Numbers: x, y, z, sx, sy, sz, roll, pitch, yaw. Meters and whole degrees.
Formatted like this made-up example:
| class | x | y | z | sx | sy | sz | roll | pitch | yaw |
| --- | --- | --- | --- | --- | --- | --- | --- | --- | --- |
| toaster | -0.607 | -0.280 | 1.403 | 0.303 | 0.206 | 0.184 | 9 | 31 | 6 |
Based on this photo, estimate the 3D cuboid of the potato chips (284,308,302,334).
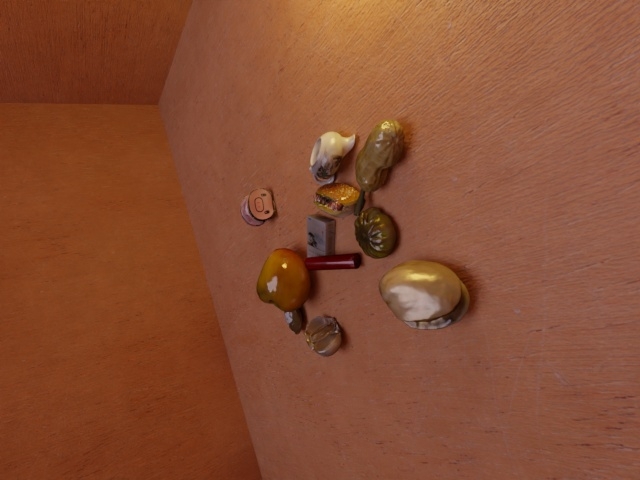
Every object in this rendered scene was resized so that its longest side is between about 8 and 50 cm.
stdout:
| class | x | y | z | sx | sy | sz | roll | pitch | yaw |
| --- | --- | --- | --- | --- | --- | --- | --- | --- | --- |
| potato chips | -0.146 | 0.424 | 2.319 | 0.208 | 0.062 | 0.195 | 59 | 147 | 23 |

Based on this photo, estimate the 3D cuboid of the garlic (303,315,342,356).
| class | x | y | z | sx | sy | sz | roll | pitch | yaw |
| --- | --- | --- | --- | --- | --- | --- | --- | --- | --- |
| garlic | 0.029 | 0.492 | 2.039 | 0.143 | 0.178 | 0.229 | 61 | 176 | -32 |

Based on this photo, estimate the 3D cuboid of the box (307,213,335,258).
| class | x | y | z | sx | sy | sz | roll | pitch | yaw |
| --- | --- | --- | --- | --- | --- | --- | --- | --- | --- |
| box | 0.000 | -0.001 | 1.978 | 0.149 | 0.067 | 0.233 | 23 | 120 | 47 |

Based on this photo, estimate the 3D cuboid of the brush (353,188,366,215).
| class | x | y | z | sx | sy | sz | roll | pitch | yaw |
| --- | --- | --- | --- | --- | --- | --- | --- | --- | --- |
| brush | 0.177 | -0.190 | 1.660 | 0.034 | 0.027 | 0.190 | 9 | 82 | 57 |

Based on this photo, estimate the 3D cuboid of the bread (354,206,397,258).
| class | x | y | z | sx | sy | sz | roll | pitch | yaw |
| --- | --- | --- | --- | --- | --- | --- | --- | --- | --- |
| bread | 0.211 | -0.025 | 1.643 | 0.213 | 0.105 | 0.213 | 27 | 125 | 48 |

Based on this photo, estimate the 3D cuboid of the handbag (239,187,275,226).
| class | x | y | z | sx | sy | sz | roll | pitch | yaw |
| --- | --- | --- | --- | --- | --- | --- | --- | --- | --- |
| handbag | -0.359 | -0.189 | 2.336 | 0.116 | 0.179 | 0.205 | -13 | 88 | 63 |

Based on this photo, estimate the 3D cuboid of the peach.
| class | x | y | z | sx | sy | sz | roll | pitch | yaw |
| --- | --- | --- | --- | --- | --- | --- | --- | --- | --- |
| peach | -0.181 | 0.202 | 2.133 | 0.289 | 0.289 | 0.308 | 2 | 63 | 55 |

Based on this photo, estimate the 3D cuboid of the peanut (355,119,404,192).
| class | x | y | z | sx | sy | sz | roll | pitch | yaw |
| --- | --- | --- | --- | --- | --- | --- | --- | --- | --- |
| peanut | 0.214 | -0.310 | 1.521 | 0.147 | 0.147 | 0.305 | 60 | 143 | 24 |

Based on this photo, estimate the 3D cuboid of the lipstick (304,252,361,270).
| class | x | y | z | sx | sy | sz | roll | pitch | yaw |
| --- | --- | --- | --- | --- | --- | --- | --- | --- | --- |
| lipstick | 0.055 | 0.100 | 1.863 | 0.280 | 0.073 | 0.073 | -6 | 96 | 37 |

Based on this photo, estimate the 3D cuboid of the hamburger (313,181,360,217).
| class | x | y | z | sx | sy | sz | roll | pitch | yaw |
| --- | --- | --- | --- | --- | --- | --- | --- | --- | --- |
| hamburger | 0.070 | -0.177 | 1.738 | 0.210 | 0.173 | 0.116 | 30 | 148 | 48 |

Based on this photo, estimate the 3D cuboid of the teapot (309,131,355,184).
| class | x | y | z | sx | sy | sz | roll | pitch | yaw |
| --- | --- | --- | --- | --- | --- | --- | --- | --- | --- |
| teapot | 0.037 | -0.356 | 1.762 | 0.298 | 0.139 | 0.204 | 126 | 150 | -51 |

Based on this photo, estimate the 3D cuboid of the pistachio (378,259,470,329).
| class | x | y | z | sx | sy | sz | roll | pitch | yaw |
| --- | --- | --- | --- | --- | --- | --- | --- | --- | --- |
| pistachio | 0.348 | 0.186 | 1.415 | 0.321 | 0.229 | 0.238 | 10 | 75 | 45 |
